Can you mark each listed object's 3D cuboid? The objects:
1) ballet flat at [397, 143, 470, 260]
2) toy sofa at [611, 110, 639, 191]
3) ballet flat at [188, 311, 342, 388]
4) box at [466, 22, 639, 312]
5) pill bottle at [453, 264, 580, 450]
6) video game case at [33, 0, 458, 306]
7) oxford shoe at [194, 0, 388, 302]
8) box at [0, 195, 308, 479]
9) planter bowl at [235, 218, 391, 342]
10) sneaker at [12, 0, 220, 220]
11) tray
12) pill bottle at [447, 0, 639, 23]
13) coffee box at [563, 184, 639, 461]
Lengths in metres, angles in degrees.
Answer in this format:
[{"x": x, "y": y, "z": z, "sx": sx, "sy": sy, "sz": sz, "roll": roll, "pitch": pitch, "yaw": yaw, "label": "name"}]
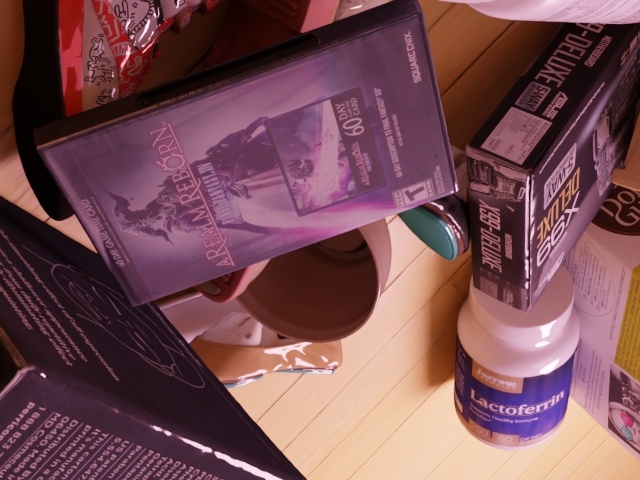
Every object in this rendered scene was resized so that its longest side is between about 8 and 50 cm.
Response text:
[{"x": 0.106, "y": -0.065, "z": 1.287, "sx": 0.096, "sy": 0.095, "sz": 0.280, "roll": -55, "pitch": 148, "yaw": -3, "label": "ballet flat"}, {"x": 0.437, "y": -0.208, "z": 1.330, "sx": 0.177, "sy": 0.150, "sz": 0.362, "roll": -11, "pitch": 117, "yaw": -65, "label": "toy sofa"}, {"x": -0.064, "y": 0.100, "z": 1.252, "sx": 0.232, "sy": 0.080, "sz": 0.073, "roll": 0, "pitch": 98, "yaw": -52, "label": "ballet flat"}, {"x": 0.265, "y": -0.110, "z": 1.354, "sx": 0.307, "sy": 0.077, "sz": 0.242, "roll": -51, "pitch": 152, "yaw": -26, "label": "box"}, {"x": 0.247, "y": 0.138, "z": 1.612, "sx": 0.153, "sy": 0.153, "sz": 0.264, "roll": -32, "pitch": 144, "yaw": -21, "label": "pill bottle"}, {"x": -0.043, "y": -0.057, "z": 0.925, "sx": 0.274, "sy": 0.026, "sz": 0.196, "roll": -20, "pitch": 141, "yaw": -1, "label": "video game case"}, {"x": -0.019, "y": -0.119, "z": 1.041, "sx": 0.147, "sy": 0.140, "sz": 0.397, "roll": -15, "pitch": 137, "yaw": -44, "label": "oxford shoe"}, {"x": -0.233, "y": 0.122, "z": 0.914, "sx": 0.212, "sy": 0.293, "sz": 0.395, "roll": -47, "pitch": 147, "yaw": 2, "label": "box"}, {"x": 0.000, "y": 0.000, "z": 1.195, "sx": 0.109, "sy": 0.162, "sz": 0.162, "roll": -48, "pitch": 160, "yaw": -53, "label": "planter bowl"}, {"x": -0.141, "y": -0.138, "z": 0.922, "sx": 0.145, "sy": 0.090, "sz": 0.270, "roll": -20, "pitch": 137, "yaw": -32, "label": "sneaker"}, {"x": -0.088, "y": 0.080, "z": 1.279, "sx": 0.270, "sy": 0.030, "sz": 0.145, "roll": -19, "pitch": 140, "yaw": -36, "label": "tray"}, {"x": 0.200, "y": -0.271, "z": 1.101, "sx": 0.283, "sy": 0.160, "sz": 0.160, "roll": -8, "pitch": 132, "yaw": -45, "label": "pill bottle"}, {"x": 0.494, "y": 0.057, "z": 1.634, "sx": 0.338, "sy": 0.334, "sz": 0.338, "roll": -31, "pitch": 143, "yaw": -20, "label": "coffee box"}]
